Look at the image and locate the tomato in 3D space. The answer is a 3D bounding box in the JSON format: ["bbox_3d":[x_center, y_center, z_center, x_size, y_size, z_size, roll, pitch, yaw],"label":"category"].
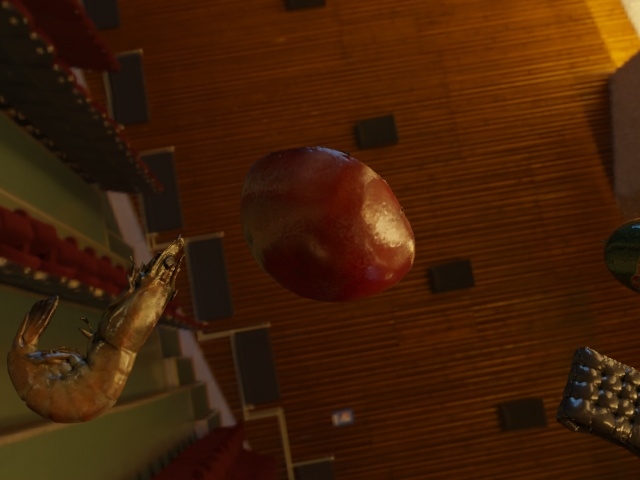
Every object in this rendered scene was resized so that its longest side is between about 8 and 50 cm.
[{"bbox_3d":[-0.008,0.003,1.340,0.143,0.338,0.338,-53,152,-33],"label":"tomato"}]

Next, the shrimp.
[{"bbox_3d":[-0.301,0.099,1.049,0.296,0.169,0.058,-61,176,-16],"label":"shrimp"}]

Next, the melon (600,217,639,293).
[{"bbox_3d":[0.743,0.039,1.705,0.288,0.182,0.182,18,-56,49],"label":"melon"}]

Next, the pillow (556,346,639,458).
[{"bbox_3d":[0.802,0.446,2.071,0.228,0.326,0.101,-64,-178,-27],"label":"pillow"}]
